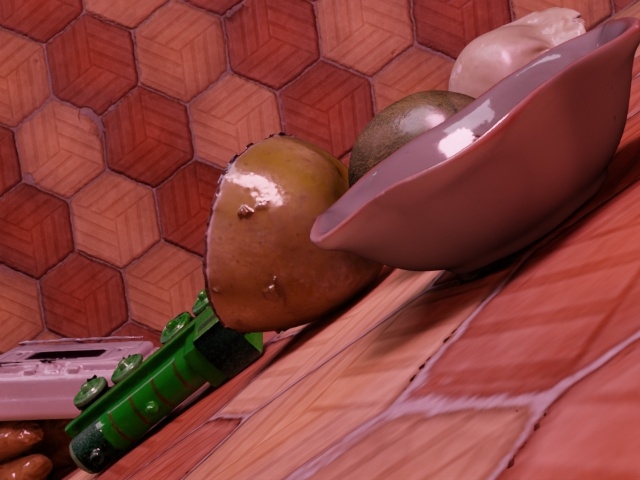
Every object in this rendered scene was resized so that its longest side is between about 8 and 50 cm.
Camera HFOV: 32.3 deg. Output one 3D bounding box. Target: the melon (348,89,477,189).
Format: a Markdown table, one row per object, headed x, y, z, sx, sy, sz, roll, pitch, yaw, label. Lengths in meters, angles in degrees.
| x | y | z | sx | sy | sz | roll | pitch | yaw | label |
| --- | --- | --- | --- | --- | --- | --- | --- | --- | --- |
| 0.080 | -0.051 | 0.831 | 0.114 | 0.114 | 0.167 | -38 | 3 | -24 | melon |

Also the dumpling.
| x | y | z | sx | sy | sz | roll | pitch | yaw | label |
| --- | --- | --- | --- | --- | --- | --- | --- | --- | --- |
| 0.191 | -0.131 | 1.072 | 0.111 | 0.181 | 0.155 | -3 | 29 | -13 | dumpling |

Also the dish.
| x | y | z | sx | sy | sz | roll | pitch | yaw | label |
| --- | --- | --- | --- | --- | --- | --- | --- | --- | --- |
| 0.103 | -0.037 | 0.640 | 0.229 | 0.081 | 0.229 | -34 | 5 | 3 | dish |

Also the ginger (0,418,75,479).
| x | y | z | sx | sy | sz | roll | pitch | yaw | label |
| --- | --- | --- | --- | --- | --- | --- | --- | --- | --- |
| -0.402 | 0.253 | 1.462 | 0.236 | 0.166 | 0.375 | -44 | 14 | 15 | ginger |

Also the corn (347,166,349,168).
| x | y | z | sx | sy | sz | roll | pitch | yaw | label |
| --- | --- | --- | --- | --- | --- | --- | --- | --- | --- |
| 0.122 | -0.100 | 1.472 | 0.293 | 0.106 | 0.106 | -34 | 1 | -10 | corn |

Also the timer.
| x | y | z | sx | sy | sz | roll | pitch | yaw | label |
| --- | --- | --- | --- | --- | --- | --- | --- | --- | --- |
| -0.314 | 0.171 | 1.386 | 0.253 | 0.078 | 0.178 | -2 | 4 | 3 | timer |

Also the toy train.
| x | y | z | sx | sy | sz | roll | pitch | yaw | label |
| --- | --- | --- | --- | --- | --- | --- | --- | --- | --- |
| -0.159 | 0.142 | 1.118 | 0.251 | 0.085 | 0.119 | -40 | 17 | 11 | toy train |

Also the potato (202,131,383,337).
| x | y | z | sx | sy | sz | roll | pitch | yaw | label |
| --- | --- | --- | --- | --- | --- | --- | --- | --- | --- |
| 0.000 | 0.000 | 0.958 | 0.117 | 0.182 | 0.202 | 8 | 6 | 30 | potato |
